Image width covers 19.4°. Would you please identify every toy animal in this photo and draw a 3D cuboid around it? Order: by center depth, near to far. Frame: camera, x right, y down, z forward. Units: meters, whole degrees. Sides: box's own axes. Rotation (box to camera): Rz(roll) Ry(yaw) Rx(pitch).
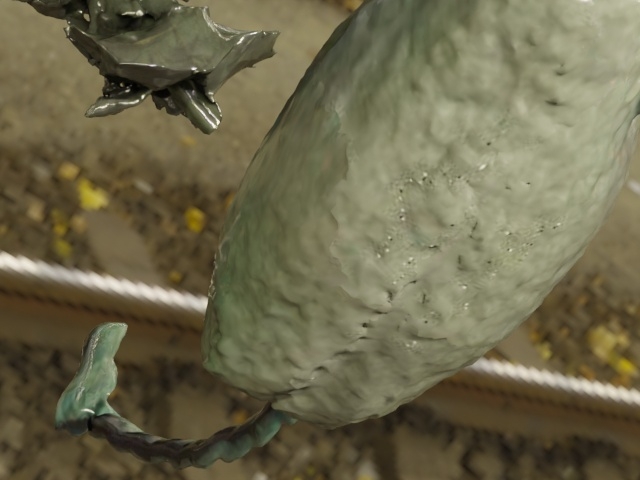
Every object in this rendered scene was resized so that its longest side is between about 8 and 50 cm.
[{"bbox_3d":[-0.001,0.010,0.424,0.070,0.253,0.079,43,49,-2],"label":"toy animal"}]

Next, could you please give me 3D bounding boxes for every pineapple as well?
[{"bbox_3d":[-0.123,-0.150,0.937,0.237,0.119,0.111,46,-13,4],"label":"pineapple"}]
